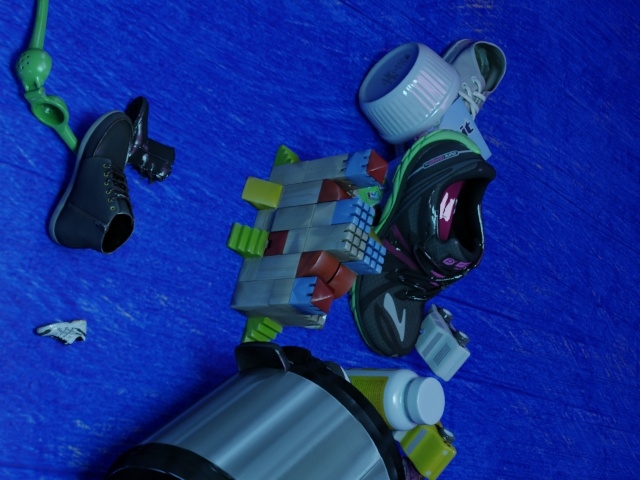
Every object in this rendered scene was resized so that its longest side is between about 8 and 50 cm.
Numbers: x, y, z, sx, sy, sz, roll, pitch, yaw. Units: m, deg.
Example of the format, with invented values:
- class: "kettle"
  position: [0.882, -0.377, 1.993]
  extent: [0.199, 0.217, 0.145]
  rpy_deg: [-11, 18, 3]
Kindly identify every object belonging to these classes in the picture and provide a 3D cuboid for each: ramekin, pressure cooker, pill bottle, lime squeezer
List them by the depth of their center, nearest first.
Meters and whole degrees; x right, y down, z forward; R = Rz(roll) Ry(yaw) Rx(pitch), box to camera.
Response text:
- class: "lime squeezer"
  position: [-0.400, -0.222, 1.433]
  extent: [0.110, 0.058, 0.311]
  rpy_deg: [-62, 137, -76]
- class: "pressure cooker"
  position: [-0.076, 0.387, 1.461]
  extent: [0.375, 0.370, 0.420]
  rpy_deg: [38, 39, 16]
- class: "pill bottle"
  position: [0.127, 0.302, 1.837]
  extent: [0.117, 0.208, 0.118]
  rpy_deg: [8, 79, -48]
- class: "ramekin"
  position: [0.173, -0.309, 1.975]
  extent: [0.109, 0.207, 0.207]
  rpy_deg: [41, 56, -26]

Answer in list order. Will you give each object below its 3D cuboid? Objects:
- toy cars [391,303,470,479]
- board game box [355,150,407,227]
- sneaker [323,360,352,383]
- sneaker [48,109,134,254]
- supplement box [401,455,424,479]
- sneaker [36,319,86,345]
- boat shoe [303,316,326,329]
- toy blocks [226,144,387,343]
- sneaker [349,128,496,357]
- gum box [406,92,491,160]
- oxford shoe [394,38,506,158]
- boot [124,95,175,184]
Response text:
- class: "toy cars"
  position: [0.210, 0.288, 1.951]
  extent: [0.087, 0.176, 0.394]
  rpy_deg: [29, 57, -26]
- class: "board game box"
  position: [0.160, -0.080, 1.982]
  extent: [0.211, 0.039, 0.160]
  rpy_deg: [-33, 114, -19]
- class: "sneaker"
  position: [-0.015, 0.344, 1.758]
  extent: [0.108, 0.100, 0.272]
  rpy_deg: [34, 61, -36]
- class: "sneaker"
  position: [-0.305, -0.083, 1.429]
  extent: [0.083, 0.118, 0.222]
  rpy_deg: [34, 74, -55]
- class: "supplement box"
  position: [0.121, 0.474, 1.907]
  extent: [0.188, 0.080, 0.104]
  rpy_deg: [23, 68, -45]
- class: "sneaker"
  position: [-0.378, 0.137, 1.417]
  extent: [0.083, 0.032, 0.037]
  rpy_deg: [-2, 87, -48]
- class: "boat shoe"
  position: [-0.011, 0.091, 1.828]
  extent: [0.048, 0.056, 0.153]
  rpy_deg: [10, 82, -16]
- class: "toy blocks"
  position: [0.000, 0.000, 1.690]
  extent: [0.190, 0.260, 0.382]
  rpy_deg: [36, 60, -40]
- class: "sneaker"
  position: [0.200, 0.028, 1.880]
  extent: [0.185, 0.202, 0.483]
  rpy_deg: [0, 115, -37]
- class: "gum box"
  position: [0.269, -0.210, 2.066]
  extent: [0.157, 0.041, 0.184]
  rpy_deg: [-44, 117, -21]
- class: "oxford shoe"
  position: [0.295, -0.308, 2.166]
  extent: [0.449, 0.130, 0.169]
  rpy_deg: [-56, 129, -34]
- class: "boot"
  position: [-0.276, -0.159, 1.558]
  extent: [0.099, 0.045, 0.121]
  rpy_deg: [27, 73, -41]
